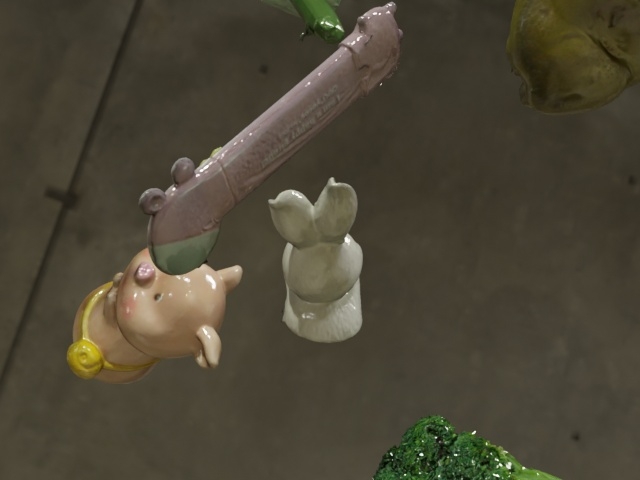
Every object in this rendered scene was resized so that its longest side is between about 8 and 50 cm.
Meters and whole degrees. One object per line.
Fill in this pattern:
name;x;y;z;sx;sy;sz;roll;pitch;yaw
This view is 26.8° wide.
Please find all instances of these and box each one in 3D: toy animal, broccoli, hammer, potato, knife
toy animal;-0.226;0.103;1.689;0.248;0.165;0.149;-19;-40;34
broccoli;0.182;0.351;1.581;0.275;0.307;0.308;4;-14;-15
hammer;-0.028;-0.393;2.193;0.206;0.119;0.335;19;25;-28
potato;0.358;-0.306;1.643;0.218;0.351;0.202;39;12;-2
knife;-0.045;-0.117;1.448;0.038;0.399;0.132;30;-28;36
toy animal;-0.002;0.002;1.623;0.104;0.130;0.220;2;-57;8
